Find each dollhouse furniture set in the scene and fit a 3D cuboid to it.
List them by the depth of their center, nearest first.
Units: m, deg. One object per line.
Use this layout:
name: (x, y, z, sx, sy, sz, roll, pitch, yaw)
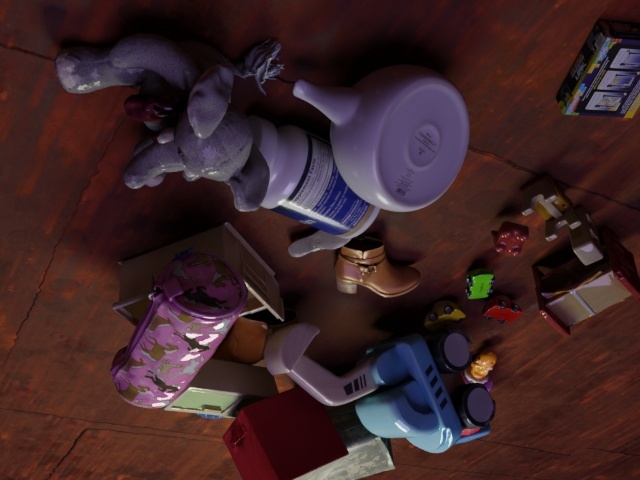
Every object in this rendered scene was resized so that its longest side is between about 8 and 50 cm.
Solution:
dollhouse furniture set: (0.503, 0.018, 1.735, 0.201, 0.152, 0.374, -32, 120, 29)

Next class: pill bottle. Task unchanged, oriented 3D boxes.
pill bottle: (-0.030, -0.111, 1.416, 0.265, 0.153, 0.153, 22, 134, -33)

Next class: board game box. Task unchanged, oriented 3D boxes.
board game box: (0.501, -0.286, 1.375, 0.141, 0.048, 0.170, 0, 142, -15)

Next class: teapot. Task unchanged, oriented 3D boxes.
teapot: (0.110, -0.175, 1.339, 0.253, 0.187, 0.256, -29, 123, -28)

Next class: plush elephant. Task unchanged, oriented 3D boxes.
plush elephant: (-0.197, -0.166, 1.202, 0.330, 0.255, 0.271, -18, 131, 7)

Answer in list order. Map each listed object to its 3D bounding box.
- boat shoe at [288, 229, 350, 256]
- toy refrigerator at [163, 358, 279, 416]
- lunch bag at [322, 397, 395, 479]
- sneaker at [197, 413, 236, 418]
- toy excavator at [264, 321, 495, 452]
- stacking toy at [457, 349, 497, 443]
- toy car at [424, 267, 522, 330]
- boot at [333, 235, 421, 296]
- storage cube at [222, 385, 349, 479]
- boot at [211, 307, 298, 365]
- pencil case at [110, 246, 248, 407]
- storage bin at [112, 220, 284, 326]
boat shoe: (0.000, 0.000, 1.664, 0.137, 0.049, 0.043, -19, -175, 9)
toy refrigerator: (-0.227, 0.339, 1.845, 0.102, 0.094, 0.270, -41, 142, 27)
lunch bag: (0.050, 0.470, 2.109, 0.235, 0.287, 0.168, -19, 126, 8)
sneaker: (-0.260, 0.430, 2.159, 0.188, 0.078, 0.067, 5, 114, 4)
toy excavator: (0.133, 0.333, 1.880, 0.445, 0.432, 0.222, -25, -179, -36)
stacking toy: (0.404, 0.397, 2.201, 0.175, 0.165, 0.301, -8, 135, -27)
toy car: (0.362, 0.125, 1.893, 0.239, 0.053, 0.225, -7, 143, -4)
boot: (0.128, 0.050, 1.733, 0.197, 0.073, 0.152, -5, 139, -9)
storage cube: (-0.085, 0.472, 1.867, 0.215, 0.193, 0.183, -16, 153, -34)
boot: (-0.199, 0.233, 1.900, 0.295, 0.104, 0.211, -7, 138, -10)
pencil case: (-0.280, 0.180, 1.549, 0.167, 0.160, 0.386, 35, 135, 0)
storage bin: (-0.246, 0.112, 1.695, 0.262, 0.123, 0.260, -20, 141, 14)
